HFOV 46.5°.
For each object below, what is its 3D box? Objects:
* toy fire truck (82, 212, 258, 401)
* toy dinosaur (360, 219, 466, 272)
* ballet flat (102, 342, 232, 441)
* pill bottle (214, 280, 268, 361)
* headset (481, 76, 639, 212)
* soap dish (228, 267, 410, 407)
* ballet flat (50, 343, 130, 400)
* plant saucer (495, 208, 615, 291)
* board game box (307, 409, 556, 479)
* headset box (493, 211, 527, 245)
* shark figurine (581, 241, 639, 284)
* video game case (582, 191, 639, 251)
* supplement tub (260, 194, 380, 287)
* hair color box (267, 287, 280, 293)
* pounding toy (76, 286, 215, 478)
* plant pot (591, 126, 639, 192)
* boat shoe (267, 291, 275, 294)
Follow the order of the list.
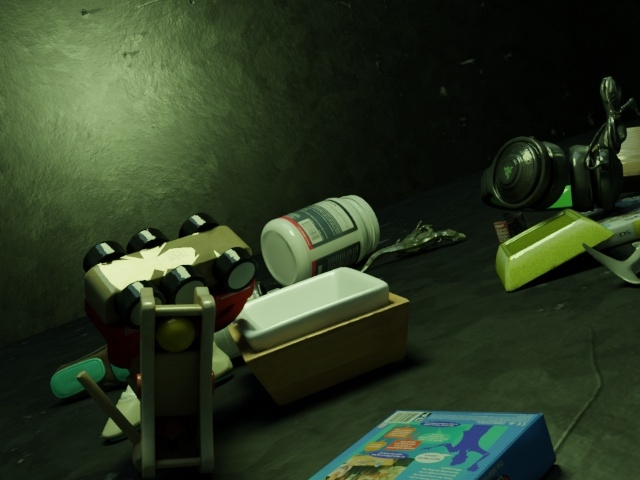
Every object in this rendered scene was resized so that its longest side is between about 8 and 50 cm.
[{"bbox_3d":[-0.195,0.120,1.014,0.217,0.246,0.158,-21,47,-36],"label":"toy fire truck"},{"bbox_3d":[0.221,0.008,1.838,0.268,0.064,0.118,-21,12,11],"label":"toy dinosaur"},{"bbox_3d":[-0.248,0.226,1.179,0.086,0.086,0.248,-13,8,44],"label":"ballet flat"},{"bbox_3d":[-0.190,0.165,1.341,0.219,0.123,0.123,-21,6,0],"label":"pill bottle"},{"bbox_3d":[0.436,-0.143,1.341,0.243,0.185,0.394,2,-9,-6],"label":"headset"},{"bbox_3d":[-0.009,0.134,1.099,0.229,0.118,0.291,-20,6,-10],"label":"soap dish"},{"bbox_3d":[-0.401,0.243,1.471,0.280,0.095,0.096,-17,-6,18],"label":"ballet flat"},{"bbox_3d":[0.375,0.004,1.248,0.188,0.045,0.188,-31,4,11],"label":"plant saucer"},{"bbox_3d":[0.064,0.202,0.588,0.160,0.047,0.210,-12,9,46],"label":"board game box"},{"bbox_3d":[0.369,-0.013,1.432,0.062,0.083,0.032,-25,9,-41],"label":"headset box"},{"bbox_3d":[0.497,-0.036,1.047,0.278,0.116,0.166,-32,-12,7],"label":"shark figurine"},{"bbox_3d":[0.576,-0.050,1.359,0.248,0.035,0.275,-18,6,8],"label":"video game case"},{"bbox_3d":[0.000,0.000,1.940,0.272,0.191,0.191,-22,7,-33],"label":"supplement tub"},{"bbox_3d":[-0.114,0.149,1.607,0.093,0.053,0.167,-19,4,-9],"label":"hair color box"},{"bbox_3d":[-0.200,0.180,0.842,0.155,0.269,0.154,0,26,-15],"label":"pounding toy"},{"bbox_3d":[0.640,-0.166,1.523,0.237,0.110,0.237,-3,-6,0],"label":"plant pot"},{"bbox_3d":[-0.145,0.167,1.457,0.285,0.089,0.104,-15,-20,7],"label":"boat shoe"}]
